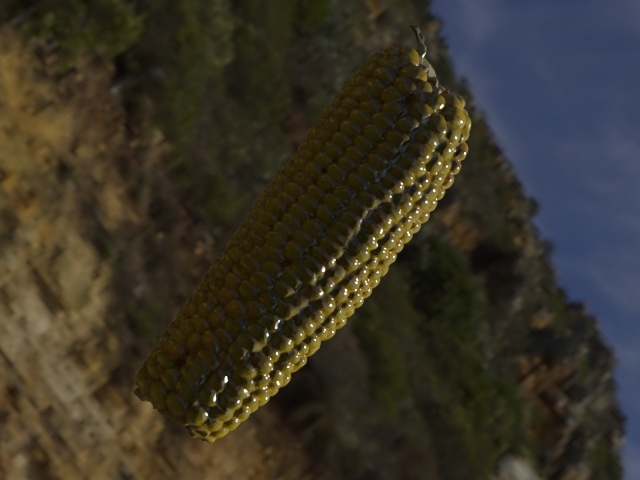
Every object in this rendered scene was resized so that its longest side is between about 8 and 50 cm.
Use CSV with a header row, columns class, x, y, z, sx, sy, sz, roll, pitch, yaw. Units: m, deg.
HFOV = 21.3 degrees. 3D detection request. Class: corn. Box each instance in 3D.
class,x,y,z,sx,sy,sz,roll,pitch,yaw
corn,0.000,0.000,1.126,0.101,0.310,0.101,35,-4,3
